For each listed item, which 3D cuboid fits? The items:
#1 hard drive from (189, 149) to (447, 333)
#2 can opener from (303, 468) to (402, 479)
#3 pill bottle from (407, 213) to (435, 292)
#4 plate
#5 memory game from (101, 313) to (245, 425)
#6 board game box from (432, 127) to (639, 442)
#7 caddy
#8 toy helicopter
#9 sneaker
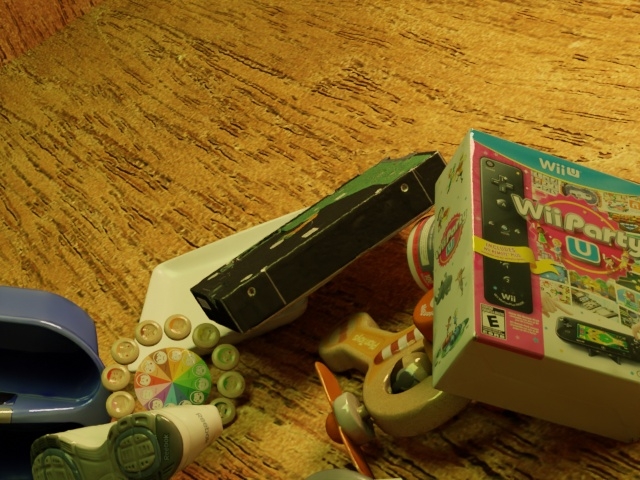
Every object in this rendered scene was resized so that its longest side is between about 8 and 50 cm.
[{"bbox_3d":[0.000,0.000,1.837,0.339,0.064,0.237,-35,10,-12],"label":"hard drive"},{"bbox_3d":[-0.031,0.282,1.517,0.280,0.093,0.074,-14,31,37],"label":"can opener"},{"bbox_3d":[0.204,0.008,1.718,0.180,0.108,0.108,-13,29,47],"label":"pill bottle"},{"bbox_3d":[-0.129,0.078,2.009,0.278,0.045,0.277,-21,29,14],"label":"plate"},{"bbox_3d":[-0.187,0.178,1.789,0.186,0.012,0.186,2,62,-4],"label":"memory game"},{"bbox_3d":[0.238,0.042,1.471,0.303,0.224,0.097,-86,17,-46],"label":"board game box"},{"bbox_3d":[-0.439,0.191,1.830,0.341,0.241,0.179,7,19,-7],"label":"caddy"},{"bbox_3d":[0.077,0.154,1.632,0.235,0.140,0.355,-45,19,-12],"label":"toy helicopter"},{"bbox_3d":[-0.236,0.264,1.692,0.297,0.111,0.129,-17,-3,39],"label":"sneaker"}]
